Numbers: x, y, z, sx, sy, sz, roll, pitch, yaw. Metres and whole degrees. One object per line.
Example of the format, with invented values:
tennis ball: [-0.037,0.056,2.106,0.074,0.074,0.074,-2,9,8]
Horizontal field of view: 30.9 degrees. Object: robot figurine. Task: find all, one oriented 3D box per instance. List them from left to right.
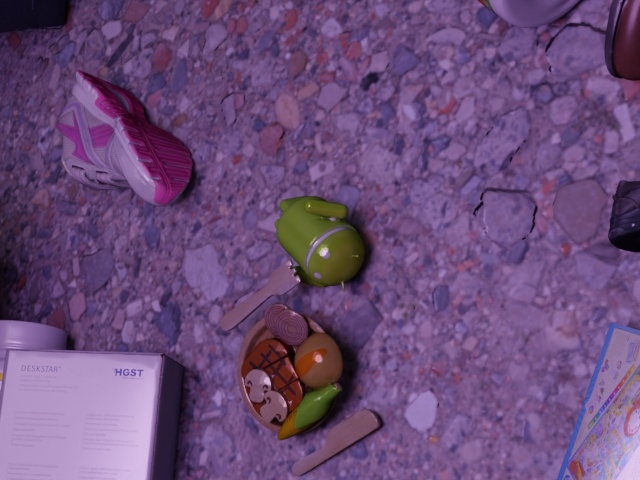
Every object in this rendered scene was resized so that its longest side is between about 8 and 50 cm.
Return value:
robot figurine: [0.000,0.000,1.177,0.115,0.067,0.101,47,133,38]

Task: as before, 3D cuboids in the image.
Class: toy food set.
toy food set: [-0.035,0.129,1.148,0.132,0.038,0.192,-39,69,26]

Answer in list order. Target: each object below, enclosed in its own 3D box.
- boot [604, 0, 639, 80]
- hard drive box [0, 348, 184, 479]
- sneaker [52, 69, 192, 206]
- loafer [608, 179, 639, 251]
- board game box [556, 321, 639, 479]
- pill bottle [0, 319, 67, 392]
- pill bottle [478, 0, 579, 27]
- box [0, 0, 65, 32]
boot: [0.398,-0.187,0.926,0.264,0.096,0.280,-51,55,7]
hard drive box: [-0.251,0.238,1.237,0.181,0.089,0.232,2,75,10]
sneaker: [-0.243,-0.101,1.390,0.111,0.103,0.252,-57,44,13]
loafer: [0.315,-0.040,0.950,0.170,0.062,0.061,-13,63,33]
board game box: [0.263,0.155,0.946,0.103,0.026,0.154,18,87,40]
pill bottle: [-0.359,0.205,1.357,0.119,0.119,0.208,-8,70,36]
pill bottle: [0.151,-0.321,1.121,0.136,0.136,0.246,-52,51,13]
box: [-0.579,-0.507,1.428,0.297,0.471,0.480,40,132,41]
